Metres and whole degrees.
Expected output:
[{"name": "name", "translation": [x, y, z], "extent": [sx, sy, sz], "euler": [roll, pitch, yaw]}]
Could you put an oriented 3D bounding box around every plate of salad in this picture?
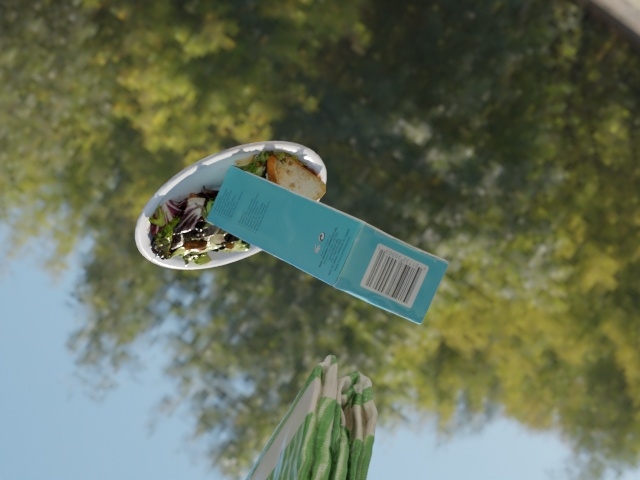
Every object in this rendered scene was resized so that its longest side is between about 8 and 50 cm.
[{"name": "plate of salad", "translation": [-0.083, -0.025, 1.533], "extent": [0.200, 0.200, 0.048], "euler": [22, -143, -54]}]

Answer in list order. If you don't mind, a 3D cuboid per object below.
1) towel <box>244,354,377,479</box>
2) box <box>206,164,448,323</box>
[{"name": "towel", "translation": [-0.048, 0.233, 0.705], "extent": [0.038, 0.248, 0.325], "euler": [24, -147, -11]}, {"name": "box", "translation": [0.000, 0.000, 1.387], "extent": [0.100, 0.060, 0.244], "euler": [25, 180, -32]}]
